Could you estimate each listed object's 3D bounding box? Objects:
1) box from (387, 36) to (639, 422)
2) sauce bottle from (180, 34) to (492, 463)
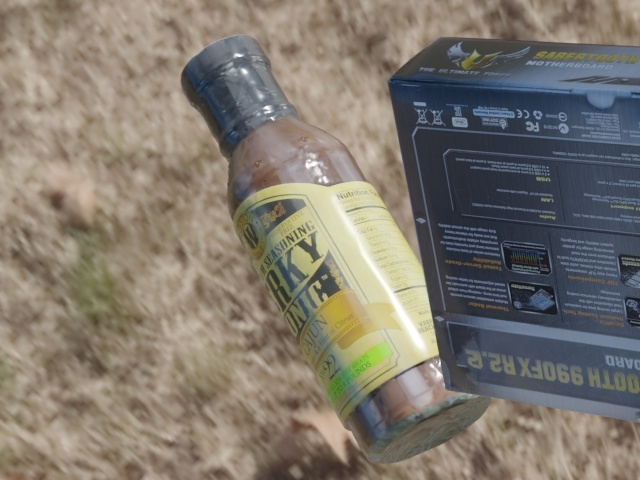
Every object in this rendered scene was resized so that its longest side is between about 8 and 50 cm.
[{"bbox_3d":[0.156,0.000,0.895,0.231,0.183,0.056,7,32,34],"label":"box"},{"bbox_3d":[0.000,0.000,1.397,0.111,0.111,0.344,-31,68,0],"label":"sauce bottle"}]
